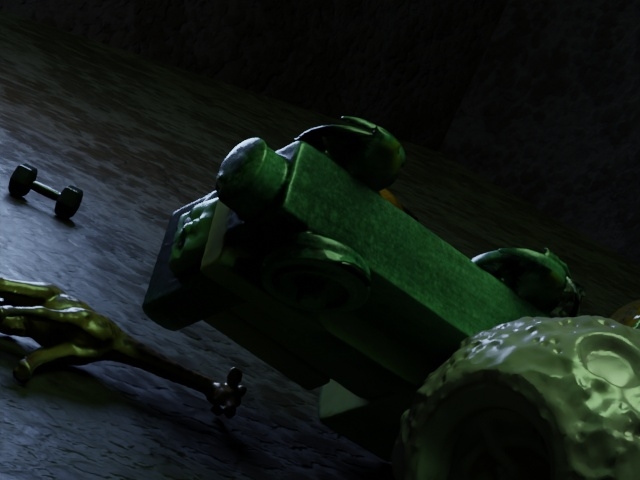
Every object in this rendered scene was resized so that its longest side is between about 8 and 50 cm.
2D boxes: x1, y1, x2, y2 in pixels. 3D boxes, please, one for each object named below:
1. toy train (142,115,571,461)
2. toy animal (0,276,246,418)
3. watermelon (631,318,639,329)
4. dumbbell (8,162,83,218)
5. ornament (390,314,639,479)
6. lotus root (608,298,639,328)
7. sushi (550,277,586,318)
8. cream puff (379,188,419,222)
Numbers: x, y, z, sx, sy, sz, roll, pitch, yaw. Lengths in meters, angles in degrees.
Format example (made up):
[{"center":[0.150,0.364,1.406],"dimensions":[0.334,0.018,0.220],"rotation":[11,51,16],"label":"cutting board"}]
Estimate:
[{"center":[0.034,0.053,1.596],"dimensions":[0.397,0.160,0.253],"rotation":[34,-37,-30],"label":"toy train"},{"center":[-0.192,0.090,1.573],"dimensions":[0.275,0.054,0.149],"rotation":[19,13,-35],"label":"toy animal"},{"center":[0.342,0.174,2.089],"dimensions":[0.193,0.232,0.310],"rotation":[30,56,20],"label":"watermelon"},{"center":[-0.311,-0.056,2.097],"dimensions":[0.083,0.036,0.040],"rotation":[25,10,3],"label":"dumbbell"},{"center":[0.192,0.181,1.415],"dimensions":[0.225,0.259,0.259],"rotation":[11,17,-48],"label":"ornament"},{"center":[0.457,0.152,2.286],"dimensions":[0.267,0.149,0.260],"rotation":[26,-17,29],"label":"lotus root"},{"center":[0.290,0.085,2.542],"dimensions":[0.124,0.130,0.332],"rotation":[28,9,17],"label":"sushi"},{"center":[0.000,0.000,2.180],"dimensions":[0.239,0.165,0.239],"rotation":[21,14,-6],"label":"cream puff"}]
